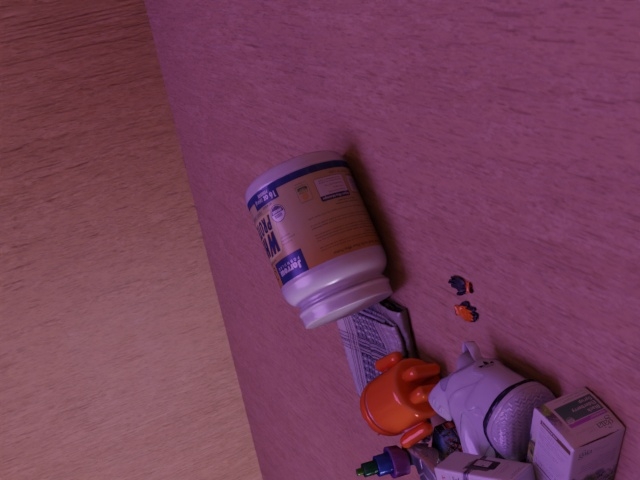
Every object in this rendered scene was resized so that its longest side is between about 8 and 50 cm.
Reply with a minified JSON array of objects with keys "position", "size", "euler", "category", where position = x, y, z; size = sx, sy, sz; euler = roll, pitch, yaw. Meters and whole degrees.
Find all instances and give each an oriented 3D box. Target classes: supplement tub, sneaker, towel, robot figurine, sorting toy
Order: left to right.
[{"position":[0.000,0.000,1.879],"size":[0.316,0.228,0.228],"euler":[67,160,11],"category":"supplement tub"},{"position":[0.126,0.260,2.035],"size":[0.312,0.056,0.324],"euler":[24,129,64],"category":"towel"},{"position":[0.149,0.595,1.810],"size":[0.127,0.126,0.366],"euler":[133,123,-73],"category":"sorting toy"},{"position":[0.162,0.317,1.836],"size":[0.158,0.128,0.219],"euler":[42,139,-3],"category":"robot figurine"},{"position":[0.213,0.435,1.810],"size":[0.152,0.061,0.054],"euler":[-139,41,-67],"category":"sneaker"},{"position":[0.291,0.349,1.564],"size":[0.210,0.137,0.366],"euler":[-134,37,-52],"category":"sneaker"}]

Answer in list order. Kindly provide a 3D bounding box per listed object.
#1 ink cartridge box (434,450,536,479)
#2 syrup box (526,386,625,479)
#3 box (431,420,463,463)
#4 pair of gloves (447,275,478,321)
[{"position":[0.261,0.397,1.425],"size":[0.150,0.063,0.109],"euler":[-3,106,46],"category":"ink cartridge box"},{"position":[0.375,0.343,1.382],"size":[0.096,0.093,0.237],"euler":[50,151,47],"category":"syrup box"},{"position":[0.279,0.495,1.853],"size":[0.159,0.044,0.233],"euler":[54,155,41],"category":"box"},{"position":[0.251,0.104,1.623],"size":[0.074,0.010,0.083],"euler":[16,122,67],"category":"pair of gloves"}]
